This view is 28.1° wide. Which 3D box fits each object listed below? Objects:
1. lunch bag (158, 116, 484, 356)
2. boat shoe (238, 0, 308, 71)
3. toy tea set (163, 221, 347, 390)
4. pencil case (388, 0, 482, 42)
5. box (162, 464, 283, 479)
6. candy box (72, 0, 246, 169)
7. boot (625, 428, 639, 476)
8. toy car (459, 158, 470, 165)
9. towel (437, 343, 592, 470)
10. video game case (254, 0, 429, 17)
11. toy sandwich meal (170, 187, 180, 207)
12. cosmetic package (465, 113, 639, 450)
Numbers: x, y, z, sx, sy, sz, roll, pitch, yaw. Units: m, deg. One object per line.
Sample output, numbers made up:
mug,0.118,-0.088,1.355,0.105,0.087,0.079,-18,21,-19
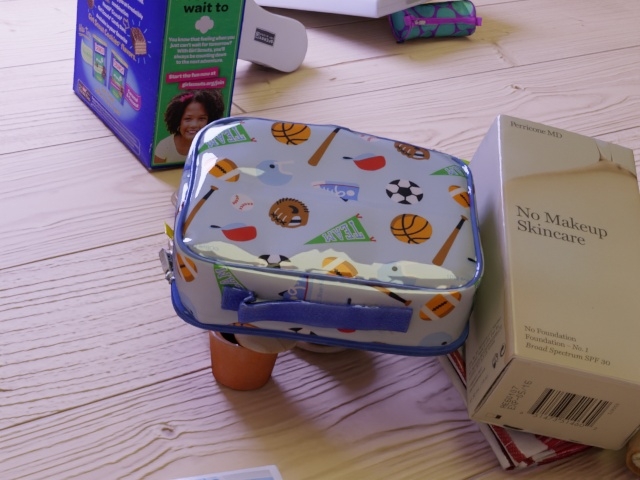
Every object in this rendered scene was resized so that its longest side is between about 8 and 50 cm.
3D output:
lunch bag,0.000,0.000,1.212,0.303,0.115,0.243,6,42,-3
boat shoe,-0.136,-0.320,1.873,0.102,0.108,0.301,16,4,31
toy tea set,-0.051,0.019,1.350,0.199,0.124,0.336,0,31,-14
pencil case,0.192,-0.372,2.159,0.151,0.065,0.070,-10,18,-28
box,-0.057,0.272,0.929,0.114,0.103,0.203,-4,32,-22
candy box,-0.214,-0.293,1.656,0.122,0.317,0.268,-11,35,-31
boot,0.435,0.136,1.245,0.236,0.089,0.270,10,50,16
toy car,0.159,0.031,1.389,0.188,0.149,0.155,37,51,21
towel,0.262,0.092,1.309,0.329,0.037,0.237,-12,58,-32
video game case,0.058,-0.438,2.196,0.329,0.036,0.300,14,27,37
toy sandwich meal,-0.138,-0.042,1.534,0.085,0.029,0.086,4,29,-2
cosmetic package,0.230,0.035,1.247,0.160,0.113,0.310,13,48,-11
